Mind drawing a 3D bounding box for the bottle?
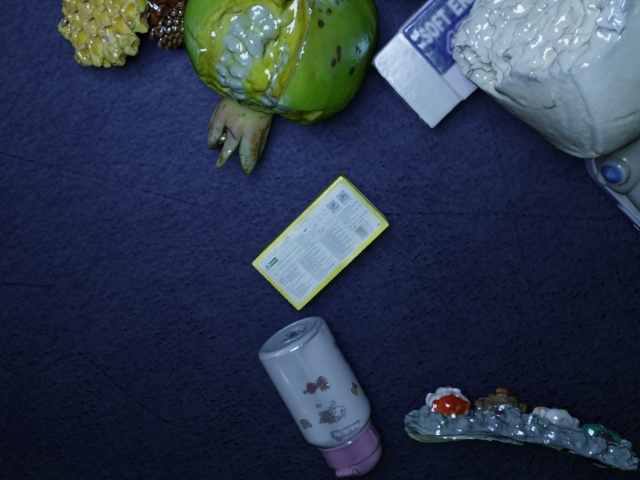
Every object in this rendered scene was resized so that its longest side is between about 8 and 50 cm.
[{"bbox_3d":[0.010,0.232,0.982,0.110,0.110,0.233,-27,101,7],"label":"bottle"}]

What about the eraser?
[{"bbox_3d":[0.200,-0.286,0.875,0.279,0.081,0.124,-43,100,9],"label":"eraser"}]

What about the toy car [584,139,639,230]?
[{"bbox_3d":[0.536,-0.134,0.832,0.242,0.226,0.336,43,99,-8],"label":"toy car"}]

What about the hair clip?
[{"bbox_3d":[0.286,0.264,0.987,0.321,0.138,0.091,9,73,0],"label":"hair clip"}]

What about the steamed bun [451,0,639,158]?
[{"bbox_3d":[0.313,-0.233,0.713,0.273,0.272,0.290,41,104,-11],"label":"steamed bun"}]

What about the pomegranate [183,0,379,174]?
[{"bbox_3d":[-0.059,-0.221,0.843,0.235,0.236,0.302,26,134,-5],"label":"pomegranate"}]

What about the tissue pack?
[{"bbox_3d":[0.000,0.000,0.953,0.095,0.062,0.176,44,100,-6],"label":"tissue pack"}]

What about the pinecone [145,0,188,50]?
[{"bbox_3d":[-0.194,-0.293,0.871,0.109,0.102,0.102,22,103,11],"label":"pinecone"}]

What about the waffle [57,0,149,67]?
[{"bbox_3d":[-0.274,-0.307,0.856,0.191,0.038,0.191,2,94,36],"label":"waffle"}]
